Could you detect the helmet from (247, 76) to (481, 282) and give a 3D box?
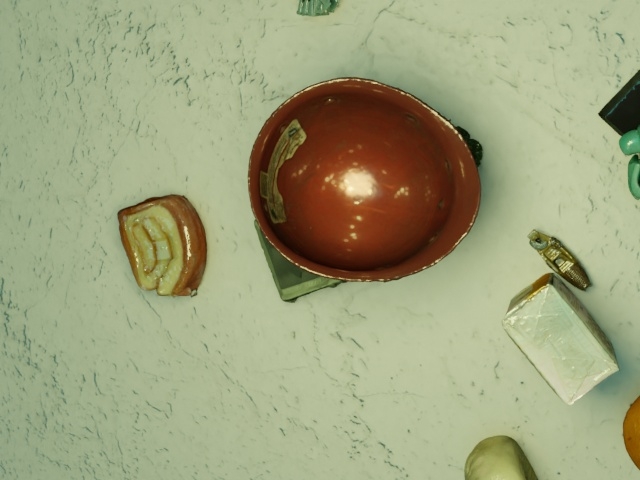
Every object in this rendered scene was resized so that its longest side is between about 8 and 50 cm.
[{"bbox_3d":[0.072,-0.088,1.356,0.384,0.230,0.338,8,84,2],"label":"helmet"}]

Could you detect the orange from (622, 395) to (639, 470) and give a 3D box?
[{"bbox_3d":[0.636,0.348,1.352,0.193,0.161,0.194,-3,82,20],"label":"orange"}]

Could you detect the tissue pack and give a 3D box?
[{"bbox_3d":[0.425,0.165,1.371,0.124,0.225,0.185,-42,82,16],"label":"tissue pack"}]

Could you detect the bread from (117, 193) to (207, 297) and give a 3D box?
[{"bbox_3d":[-0.336,0.015,1.668,0.190,0.123,0.244,-21,89,17],"label":"bread"}]

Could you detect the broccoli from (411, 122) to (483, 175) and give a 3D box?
[{"bbox_3d":[0.233,-0.161,1.459,0.162,0.138,0.146,-31,66,-14],"label":"broccoli"}]

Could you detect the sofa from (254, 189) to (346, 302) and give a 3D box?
[{"bbox_3d":[0.000,0.000,1.578,0.225,0.176,0.210,-26,85,47],"label":"sofa"}]

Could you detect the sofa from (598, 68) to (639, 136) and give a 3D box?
[{"bbox_3d":[0.585,-0.255,1.380,0.085,0.060,0.147,38,106,-5],"label":"sofa"}]

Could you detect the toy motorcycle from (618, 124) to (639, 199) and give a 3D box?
[{"bbox_3d":[0.631,-0.161,1.328,0.198,0.109,0.297,30,119,2],"label":"toy motorcycle"}]

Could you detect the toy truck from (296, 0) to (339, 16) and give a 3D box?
[{"bbox_3d":[-0.004,-0.603,1.477,0.184,0.133,0.338,29,116,17],"label":"toy truck"}]

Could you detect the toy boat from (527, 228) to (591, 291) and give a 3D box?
[{"bbox_3d":[0.452,0.036,1.444,0.149,0.049,0.047,47,107,10],"label":"toy boat"}]

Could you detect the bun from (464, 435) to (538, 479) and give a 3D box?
[{"bbox_3d":[0.341,0.469,1.439,0.127,0.193,0.179,-26,94,14],"label":"bun"}]
